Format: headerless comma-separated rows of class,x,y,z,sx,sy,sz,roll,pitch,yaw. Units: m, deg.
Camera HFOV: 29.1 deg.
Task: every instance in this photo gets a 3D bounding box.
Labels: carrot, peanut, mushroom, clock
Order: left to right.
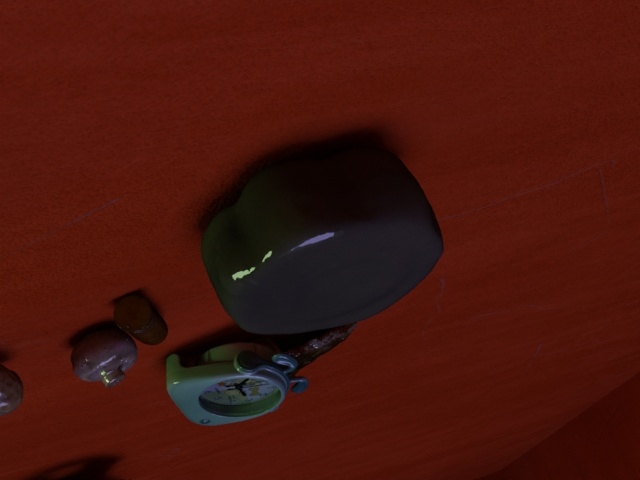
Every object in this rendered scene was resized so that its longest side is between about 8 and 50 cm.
peanut,-0.411,0.173,1.410,0.080,0.080,0.174,-35,156,26
mushroom,-0.265,0.145,1.521,0.083,0.067,0.083,-28,162,-10
carrot,-0.211,0.105,1.511,0.048,0.048,0.139,-24,162,0
clock,-0.115,0.199,1.740,0.188,0.060,0.148,-11,144,7

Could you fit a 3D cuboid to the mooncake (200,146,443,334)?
mooncake,0.000,0.000,1.369,0.275,0.135,0.275,-18,156,-8

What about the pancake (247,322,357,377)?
pancake,-0.057,0.184,1.897,0.244,0.057,0.266,-30,165,-10

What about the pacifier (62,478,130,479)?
pacifier,-0.400,0.547,2.063,0.288,0.269,0.343,-35,162,-20
